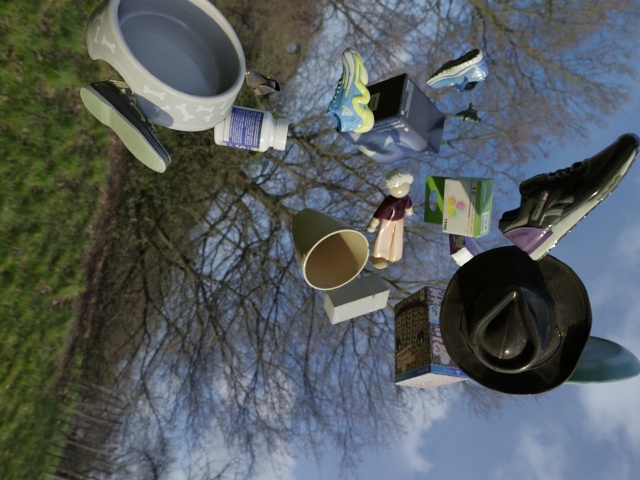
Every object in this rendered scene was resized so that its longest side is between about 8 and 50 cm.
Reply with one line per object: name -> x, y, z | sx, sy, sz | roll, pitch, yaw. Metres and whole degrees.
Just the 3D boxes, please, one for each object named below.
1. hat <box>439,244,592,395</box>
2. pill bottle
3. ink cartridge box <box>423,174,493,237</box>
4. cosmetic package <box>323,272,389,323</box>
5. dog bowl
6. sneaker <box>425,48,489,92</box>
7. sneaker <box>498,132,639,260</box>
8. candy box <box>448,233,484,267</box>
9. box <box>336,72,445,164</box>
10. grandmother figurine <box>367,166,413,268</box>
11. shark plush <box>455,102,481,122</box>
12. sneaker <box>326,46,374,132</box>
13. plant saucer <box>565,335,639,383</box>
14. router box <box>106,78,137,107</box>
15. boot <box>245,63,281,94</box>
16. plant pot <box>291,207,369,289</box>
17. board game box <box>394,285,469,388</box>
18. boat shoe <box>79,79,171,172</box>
hat -> 0.392, 0.172, 0.874 | 0.332, 0.134, 0.330 | -2, -94, 30
pill bottle -> -0.184, -0.301, 1.125 | 0.112, 0.187, 0.111 | -172, -90, -83
ink cartridge box -> 0.452, -0.125, 1.445 | 0.255, 0.097, 0.188 | 13, -70, 44
cosmetic package -> 0.138, 0.226, 1.627 | 0.127, 0.238, 0.107 | 91, -25, -48
dog bowl -> -0.326, -0.430, 0.942 | 0.102, 0.349, 0.348 | -22, -141, 47
sneaker -> 0.576, -0.683, 1.762 | 0.130, 0.147, 0.330 | -45, -160, -9
sneaker -> 0.446, -0.092, 0.778 | 0.107, 0.124, 0.283 | -31, 156, -47
candy box -> 0.605, 0.079, 1.638 | 0.071, 0.233, 0.159 | -35, -161, 30
box -> 0.276, -0.452, 1.615 | 0.296, 0.294, 0.182 | -2, -109, 46
grandmother figurine -> 0.244, -0.081, 1.379 | 0.208, 0.104, 0.342 | -31, 136, -42
shark plush -> 0.595, -0.483, 1.653 | 0.067, 0.073, 0.161 | -14, -139, 3
sneaker -> 0.073, -0.424, 1.190 | 0.126, 0.239, 0.091 | -17, -173, -12
plant saucer -> 0.594, 0.278, 1.024 | 0.318, 0.318, 0.043 | 176, -92, -69
router box -> -0.519, -0.386, 1.138 | 0.038, 0.123, 0.092 | -127, -137, -80
boot -> -0.234, -0.659, 1.692 | 0.219, 0.106, 0.082 | 1, 90, -82
plant pot -> 0.000, 0.000, 1.541 | 0.256, 0.257, 0.274 | -54, -139, 14
board game box -> 0.368, 0.337, 1.425 | 0.232, 0.141, 0.290 | 126, -27, -57
boat shoe -> -0.391, -0.243, 0.869 | 0.068, 0.227, 0.081 | -48, -173, -37
